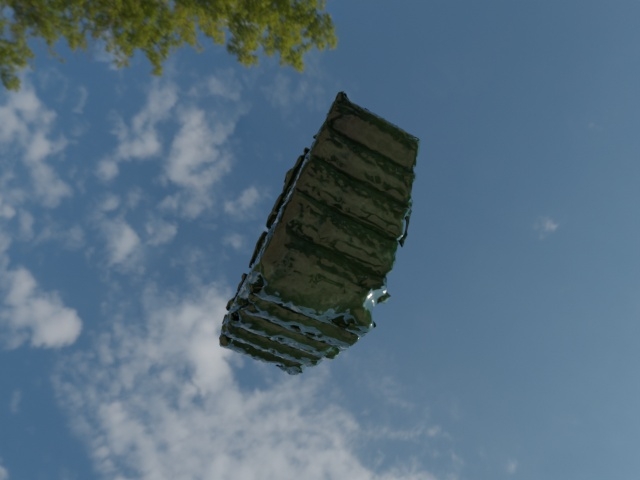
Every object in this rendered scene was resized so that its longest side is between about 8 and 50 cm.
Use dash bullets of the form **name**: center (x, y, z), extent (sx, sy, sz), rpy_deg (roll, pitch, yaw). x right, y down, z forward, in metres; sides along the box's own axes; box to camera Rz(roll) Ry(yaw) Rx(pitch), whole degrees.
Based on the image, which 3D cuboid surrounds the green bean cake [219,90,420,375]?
- **green bean cake**: center (0.000, 0.000, 0.555), extent (0.107, 0.193, 0.208), rpy_deg (23, -119, -7)
